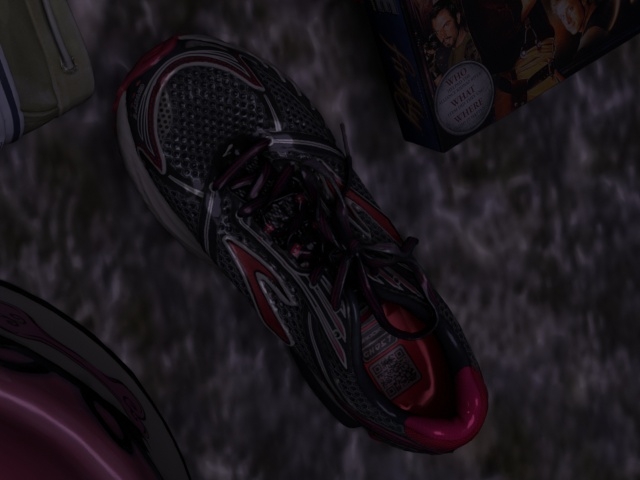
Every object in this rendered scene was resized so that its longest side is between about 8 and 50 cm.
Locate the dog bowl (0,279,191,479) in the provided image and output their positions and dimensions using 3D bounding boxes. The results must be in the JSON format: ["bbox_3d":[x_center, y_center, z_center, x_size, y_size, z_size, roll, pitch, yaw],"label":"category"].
[{"bbox_3d":[-0.247,0.217,0.898,0.408,0.150,0.408,-1,95,-16],"label":"dog bowl"}]

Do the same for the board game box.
[{"bbox_3d":[0.132,-0.181,0.983,0.243,0.042,0.165,-32,121,-23],"label":"board game box"}]

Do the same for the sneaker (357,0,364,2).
[{"bbox_3d":[-0.038,-0.252,0.948,0.270,0.090,0.145,35,82,-19],"label":"sneaker"}]

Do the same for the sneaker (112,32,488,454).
[{"bbox_3d":[0.000,0.000,0.971,0.121,0.112,0.299,-43,104,-9],"label":"sneaker"}]

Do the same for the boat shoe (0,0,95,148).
[{"bbox_3d":[-0.212,-0.198,0.908,0.094,0.109,0.302,-25,111,-28],"label":"boat shoe"}]
